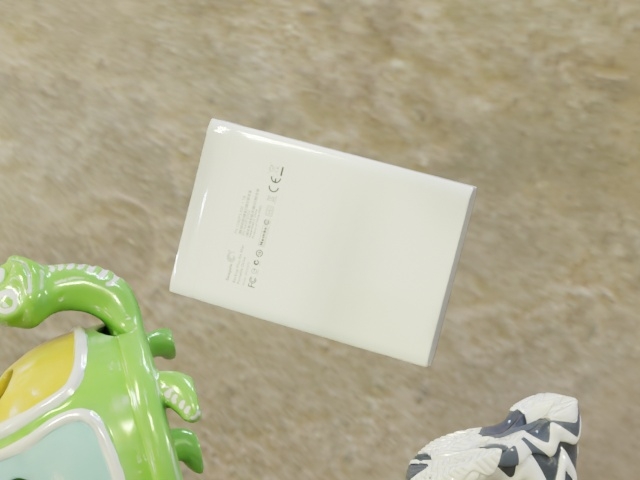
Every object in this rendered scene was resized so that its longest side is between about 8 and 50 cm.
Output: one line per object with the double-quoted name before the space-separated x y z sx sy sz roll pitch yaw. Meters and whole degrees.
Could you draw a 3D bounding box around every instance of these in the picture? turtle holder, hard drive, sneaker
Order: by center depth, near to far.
"turtle holder" -0.240 0.192 1.745 0.227 0.243 0.320 -14 131 -8
"hard drive" 0.000 0.000 1.885 0.308 0.040 0.203 16 96 14
"sneaker" 0.203 0.280 1.895 0.235 0.094 0.153 -24 109 -38
